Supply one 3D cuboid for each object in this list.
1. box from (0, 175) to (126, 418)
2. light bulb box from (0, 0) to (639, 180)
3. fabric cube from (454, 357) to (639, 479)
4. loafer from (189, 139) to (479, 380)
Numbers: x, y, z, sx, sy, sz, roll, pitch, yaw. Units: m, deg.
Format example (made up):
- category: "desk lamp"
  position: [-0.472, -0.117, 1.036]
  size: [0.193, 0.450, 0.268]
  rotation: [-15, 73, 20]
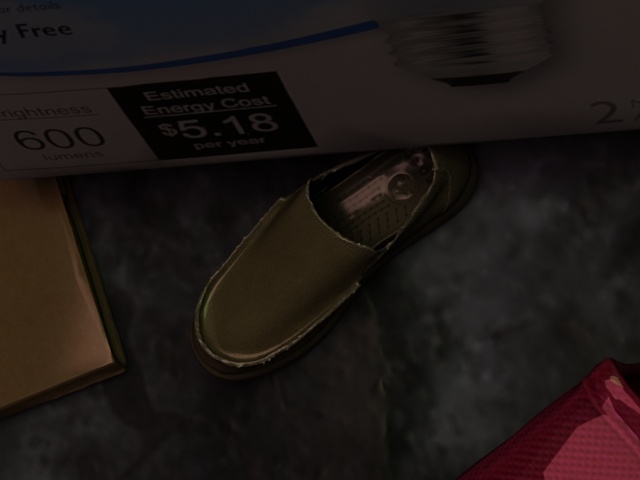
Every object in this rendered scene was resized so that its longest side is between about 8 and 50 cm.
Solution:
- category: "box"
  position: [-0.203, 0.018, 0.874]
  size: [0.201, 0.021, 0.164]
  rotation: [-22, 74, 9]
- category: "light bulb box"
  position: [-0.016, -0.209, 0.673]
  size: [0.358, 0.361, 0.225]
  rotation: [-5, 64, 14]
- category: "fabric cube"
  position: [0.079, 0.203, 0.537]
  size: [0.258, 0.259, 0.254]
  rotation: [-41, 78, 12]
- category: "loafer"
  position: [0.000, 0.000, 0.808]
  size: [0.148, 0.050, 0.056]
  rotation: [-43, 71, 2]
